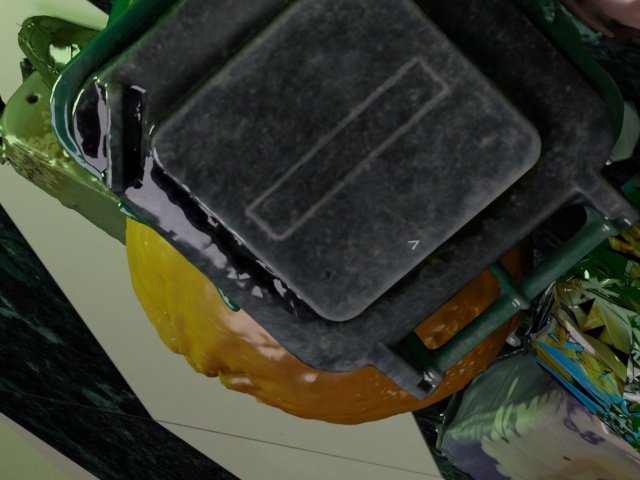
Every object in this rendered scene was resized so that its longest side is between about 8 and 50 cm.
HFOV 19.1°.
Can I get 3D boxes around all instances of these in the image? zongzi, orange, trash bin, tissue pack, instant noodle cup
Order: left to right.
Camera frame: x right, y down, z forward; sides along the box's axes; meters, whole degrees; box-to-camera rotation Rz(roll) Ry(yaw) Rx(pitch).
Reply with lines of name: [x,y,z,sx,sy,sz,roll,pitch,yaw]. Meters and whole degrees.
zongzi: [-0.264,-0.154,1.877,0.154,0.062,0.130,19,112,34]
orange: [0.000,0.000,1.560,0.340,0.293,0.340,36,172,6]
trash bin: [0.014,-0.120,1.196,0.295,0.259,0.381,43,-164,-22]
tissue pack: [0.287,0.188,1.815,0.242,0.125,0.343,29,158,-12]
instant noodle cup: [0.280,0.064,1.469,0.178,0.240,0.240,36,161,19]

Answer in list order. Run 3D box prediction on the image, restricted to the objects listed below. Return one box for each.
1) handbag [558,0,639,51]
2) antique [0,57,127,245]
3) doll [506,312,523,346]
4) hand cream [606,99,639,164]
handbag: [0.208,-0.199,1.049,0.205,0.179,0.116,41,164,-23]
antique: [-0.201,-0.082,1.923,0.284,0.125,0.150,30,158,7]
doll: [0.130,0.027,1.799,0.227,0.057,0.114,46,152,-26]
hand cream: [0.159,-0.103,1.491,0.205,0.050,0.078,18,159,47]
